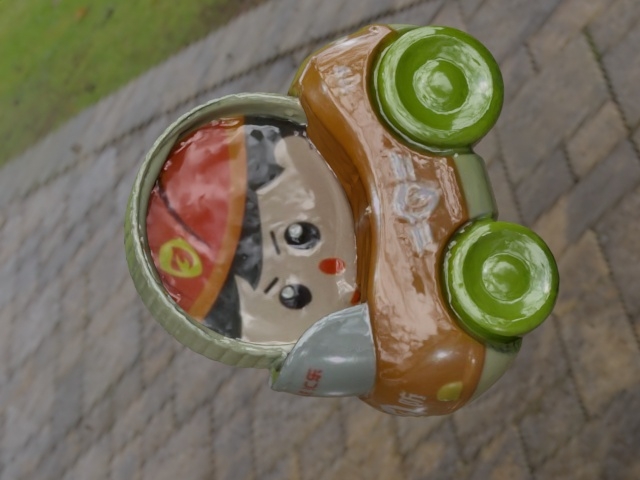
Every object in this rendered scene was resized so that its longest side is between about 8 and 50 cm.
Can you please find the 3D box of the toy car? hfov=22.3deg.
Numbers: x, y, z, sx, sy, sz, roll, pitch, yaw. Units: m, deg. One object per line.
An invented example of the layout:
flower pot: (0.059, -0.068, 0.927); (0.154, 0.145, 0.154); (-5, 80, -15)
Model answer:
toy car: (0.000, 0.000, 0.920); (0.145, 0.235, 0.235); (125, 168, -71)
